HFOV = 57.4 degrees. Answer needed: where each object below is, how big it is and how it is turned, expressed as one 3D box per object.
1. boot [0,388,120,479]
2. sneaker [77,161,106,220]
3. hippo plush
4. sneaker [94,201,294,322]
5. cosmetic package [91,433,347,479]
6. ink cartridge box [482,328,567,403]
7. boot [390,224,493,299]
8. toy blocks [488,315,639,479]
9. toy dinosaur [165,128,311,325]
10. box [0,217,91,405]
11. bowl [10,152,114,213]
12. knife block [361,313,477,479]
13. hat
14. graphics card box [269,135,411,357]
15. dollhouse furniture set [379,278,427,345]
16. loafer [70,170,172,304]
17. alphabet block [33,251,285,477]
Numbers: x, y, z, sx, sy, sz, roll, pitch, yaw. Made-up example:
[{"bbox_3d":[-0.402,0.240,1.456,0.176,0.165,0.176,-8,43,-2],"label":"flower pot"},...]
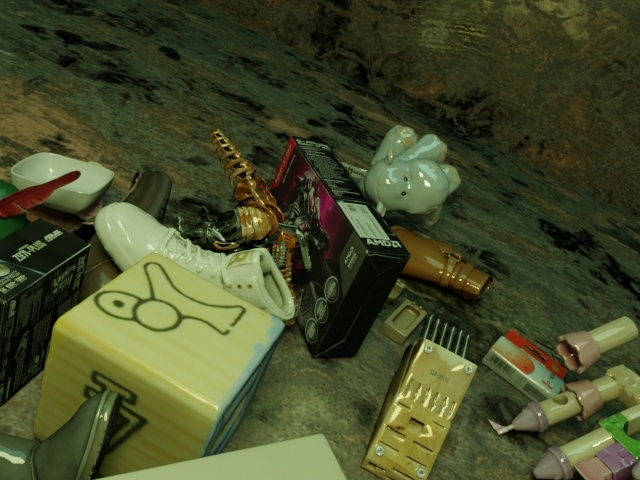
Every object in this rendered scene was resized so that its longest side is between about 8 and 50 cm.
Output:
[{"bbox_3d":[-0.319,0.197,0.566,0.208,0.189,0.076,24,13,-8],"label":"boot"},{"bbox_3d":[-0.421,-0.096,1.072,0.051,0.070,0.134,10,33,-28],"label":"sneaker"},{"bbox_3d":[0.173,-0.153,1.287,0.294,0.234,0.236,10,1,5],"label":"hippo plush"},{"bbox_3d":[-0.161,0.028,0.830,0.292,0.169,0.108,48,31,-24],"label":"sneaker"},{"bbox_3d":[-0.118,0.303,0.564,0.296,0.153,0.129,0,39,-34],"label":"cosmetic package"},{"bbox_3d":[0.421,0.240,1.167,0.145,0.045,0.179,38,34,21],"label":"ink cartridge box"},{"bbox_3d":[0.239,0.066,1.259,0.220,0.109,0.283,34,18,26],"label":"boot"},{"bbox_3d":[0.454,0.338,0.911,0.260,0.309,0.288,-21,30,-9],"label":"toy blocks"},{"bbox_3d":[-0.127,-0.013,0.976,0.164,0.218,0.322,22,59,-66],"label":"toy dinosaur"},{"bbox_3d":[-0.365,0.087,0.701,0.077,0.180,0.147,27,30,4],"label":"box"},{"bbox_3d":[-0.435,-0.095,0.990,0.142,0.053,0.142,16,23,-7],"label":"bowl"},{"bbox_3d":[0.157,0.249,0.942,0.088,0.242,0.275,27,74,7],"label":"knife block"},{"bbox_3d":[-0.491,-0.077,0.871,0.208,0.183,0.173,3,35,-33],"label":"hat"},{"bbox_3d":[0.000,0.000,1.057,0.094,0.233,0.371,6,35,-31],"label":"graphics card box"},{"bbox_3d":[0.132,0.094,1.110,0.151,0.123,0.144,34,31,17],"label":"dollhouse furniture set"},{"bbox_3d":[-0.329,-0.016,0.941,0.130,0.134,0.366,16,30,-13],"label":"loafer"},{"bbox_3d":[-0.186,0.163,0.696,0.197,0.193,0.192,28,27,7],"label":"alphabet block"}]
